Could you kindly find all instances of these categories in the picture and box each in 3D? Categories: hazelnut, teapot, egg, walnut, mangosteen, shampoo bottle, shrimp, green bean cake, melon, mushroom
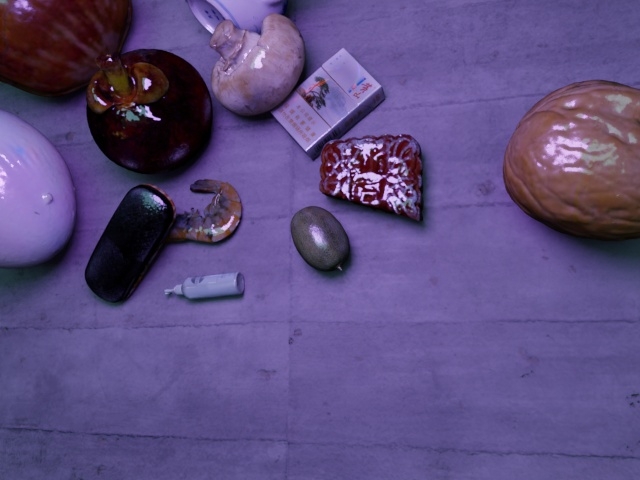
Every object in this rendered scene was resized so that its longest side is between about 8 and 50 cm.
[{"bbox_3d":[-0.720,-0.596,1.320,0.402,0.402,0.429,33,83,18],"label":"hazelnut"},{"bbox_3d":[-0.184,-0.635,1.244,0.424,0.252,0.279,24,74,41],"label":"teapot"},{"bbox_3d":[-0.753,-0.089,1.229,0.340,0.354,0.354,43,91,-1],"label":"egg"},{"bbox_3d":[0.516,-0.143,0.940,0.333,0.333,0.332,-3,77,14],"label":"walnut"},{"bbox_3d":[-0.396,-0.306,1.202,0.298,0.293,0.296,2,85,-28],"label":"mangosteen"},{"bbox_3d":[-0.279,0.110,1.200,0.195,0.056,0.056,-8,76,12],"label":"shampoo bottle"},{"bbox_3d":[-0.335,-0.073,1.261,0.297,0.058,0.168,-1,68,12],"label":"shrimp"},{"bbox_3d":[0.112,-0.135,1.133,0.233,0.097,0.198,2,78,14],"label":"green bean cake"},{"bbox_3d":[0.000,0.000,1.124,0.114,0.114,0.167,-35,73,4],"label":"melon"},{"bbox_3d":[-0.155,-0.396,1.176,0.254,0.195,0.188,-34,47,25],"label":"mushroom"}]

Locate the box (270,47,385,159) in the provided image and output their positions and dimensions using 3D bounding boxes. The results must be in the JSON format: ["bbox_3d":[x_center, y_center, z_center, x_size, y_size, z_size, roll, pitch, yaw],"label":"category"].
[{"bbox_3d":[0.018,-0.324,1.215,0.233,0.067,0.149,-41,72,3],"label":"box"}]

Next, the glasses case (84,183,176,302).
[{"bbox_3d":[-0.453,0.011,1.212,0.122,0.082,0.321,38,109,4],"label":"glasses case"}]
